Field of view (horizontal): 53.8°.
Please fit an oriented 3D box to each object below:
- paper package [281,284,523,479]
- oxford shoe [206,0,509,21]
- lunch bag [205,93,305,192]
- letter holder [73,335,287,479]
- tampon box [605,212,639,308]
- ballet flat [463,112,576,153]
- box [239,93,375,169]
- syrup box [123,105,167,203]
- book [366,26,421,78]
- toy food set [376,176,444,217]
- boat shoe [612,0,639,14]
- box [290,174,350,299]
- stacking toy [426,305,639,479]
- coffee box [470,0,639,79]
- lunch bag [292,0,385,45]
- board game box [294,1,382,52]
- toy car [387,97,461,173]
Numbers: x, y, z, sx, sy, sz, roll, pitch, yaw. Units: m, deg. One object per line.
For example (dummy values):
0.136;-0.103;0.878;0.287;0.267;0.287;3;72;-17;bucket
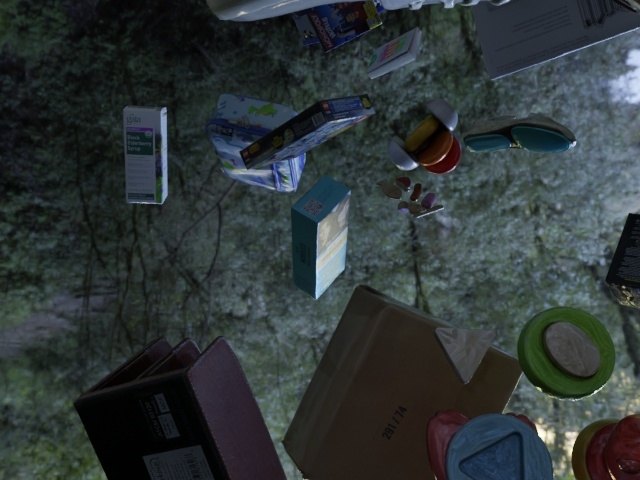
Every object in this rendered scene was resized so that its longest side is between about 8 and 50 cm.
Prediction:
0.144;0.287;1.115;0.309;0.325;0.168;25;180;-16;paper package
0.112;-0.264;0.561;0.448;0.169;0.130;-15;134;9;oxford shoe
-0.116;-0.182;1.214;0.175;0.090;0.219;15;158;7;lunch bag
-0.134;0.273;0.800;0.151;0.302;0.214;-17;-172;18;letter holder
0.664;0.047;1.272;0.101;0.161;0.120;12;161;45;tampon box
0.267;-0.151;0.850;0.168;0.052;0.057;9;151;47;ballet flat
-0.016;-0.125;0.726;0.137;0.027;0.094;-23;180;40;box
-0.442;-0.219;1.600;0.093;0.237;0.096;2;-162;-5;syrup box
0.188;-0.479;1.613;0.035;0.096;0.144;37;146;-30;book
0.156;-0.073;1.078;0.077;0.122;0.019;-19;131;-14;toy food set
0.436;-0.444;0.973;0.103;0.285;0.092;-42;163;7;boat shoe
0.000;0.000;1.175;0.060;0.100;0.244;32;149;21;box
0.292;0.216;0.808;0.308;0.280;0.130;-7;160;-1;stacking toy
0.511;-0.590;1.405;0.337;0.339;0.334;-15;-167;24;coffee box
0.064;-0.799;1.820;0.238;0.385;0.328;14;138;51;lunch bag
0.012;-0.538;1.418;0.194;0.060;0.194;-23;114;13;board game box
0.233;-0.201;1.312;0.159;0.136;0.182;-46;-177;16;toy car
